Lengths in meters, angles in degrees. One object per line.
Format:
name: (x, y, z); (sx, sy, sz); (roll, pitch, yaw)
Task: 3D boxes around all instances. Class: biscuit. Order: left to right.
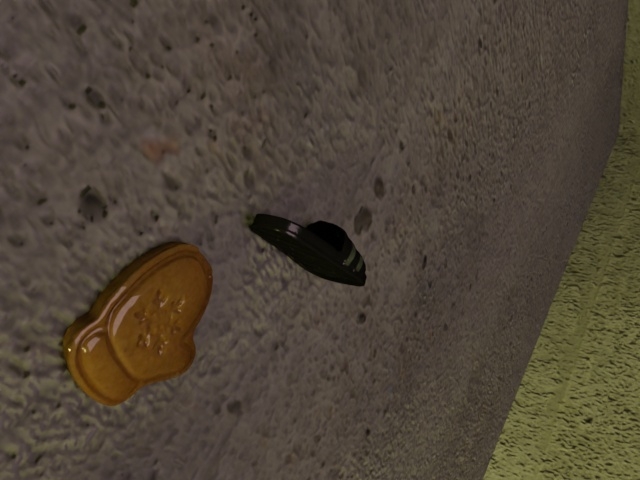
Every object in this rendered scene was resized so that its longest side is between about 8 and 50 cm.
biscuit: (-0.131, 0.069, 0.478); (0.140, 0.023, 0.118); (-56, 143, -28)

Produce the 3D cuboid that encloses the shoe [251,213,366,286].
shoe: (0.000, 0.000, 0.612); (0.179, 0.071, 0.049); (38, 68, -52)
